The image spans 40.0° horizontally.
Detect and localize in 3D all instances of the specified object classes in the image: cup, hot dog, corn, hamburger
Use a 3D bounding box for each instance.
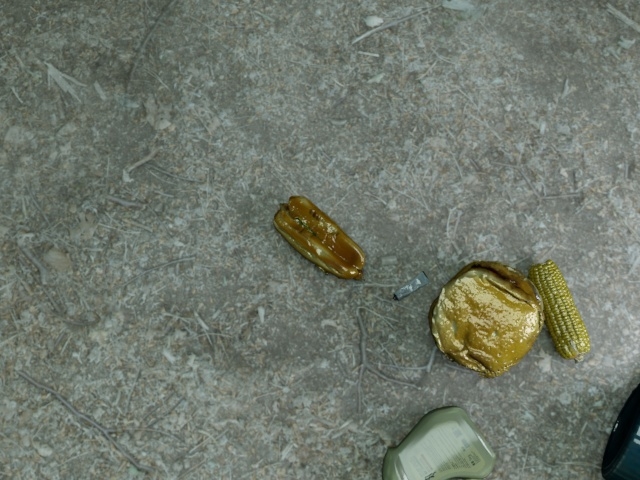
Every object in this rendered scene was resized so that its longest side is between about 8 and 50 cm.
[{"bbox_3d":[0.744,0.404,1.734,0.292,0.242,0.308,24,80,12],"label":"cup"},{"bbox_3d":[0.000,0.000,1.985,0.269,0.072,0.109,42,83,15],"label":"hot dog"},{"bbox_3d":[0.517,0.152,1.902,0.080,0.080,0.238,-16,71,-1],"label":"corn"},{"bbox_3d":[0.354,0.161,1.866,0.244,0.163,0.245,0,90,9],"label":"hamburger"}]

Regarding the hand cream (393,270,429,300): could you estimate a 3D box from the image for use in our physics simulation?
[{"bbox_3d":[0.201,0.105,1.971,0.093,0.019,0.030,-31,73,-12],"label":"hand cream"}]

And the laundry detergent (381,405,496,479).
[{"bbox_3d":[0.225,0.471,1.826,0.253,0.091,0.181,-35,81,-6],"label":"laundry detergent"}]
